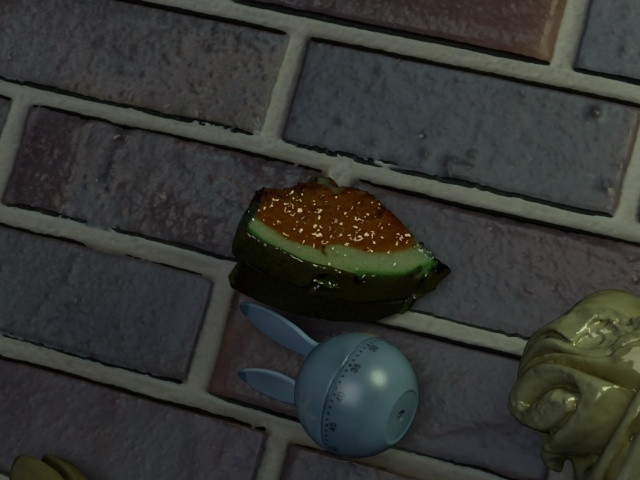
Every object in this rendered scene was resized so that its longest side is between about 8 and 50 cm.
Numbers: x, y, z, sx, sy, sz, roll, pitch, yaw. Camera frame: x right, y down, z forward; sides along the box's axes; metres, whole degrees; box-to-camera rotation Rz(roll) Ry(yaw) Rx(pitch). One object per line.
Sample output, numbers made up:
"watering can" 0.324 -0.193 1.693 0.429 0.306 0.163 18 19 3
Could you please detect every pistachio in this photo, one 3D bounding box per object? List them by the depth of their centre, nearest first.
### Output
"pistachio" -0.342 0.380 1.881 0.135 0.136 0.226 -32 67 6

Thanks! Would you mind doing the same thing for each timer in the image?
"timer" 0.019 0.173 1.834 0.175 0.175 0.255 -50 43 0

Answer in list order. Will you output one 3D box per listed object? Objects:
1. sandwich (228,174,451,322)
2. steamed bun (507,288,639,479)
"sandwich" -0.005 0.007 1.831 0.212 0.292 0.109 58 133 30
"steamed bun" 0.343 0.210 1.636 0.203 0.276 0.289 -28 60 -12
